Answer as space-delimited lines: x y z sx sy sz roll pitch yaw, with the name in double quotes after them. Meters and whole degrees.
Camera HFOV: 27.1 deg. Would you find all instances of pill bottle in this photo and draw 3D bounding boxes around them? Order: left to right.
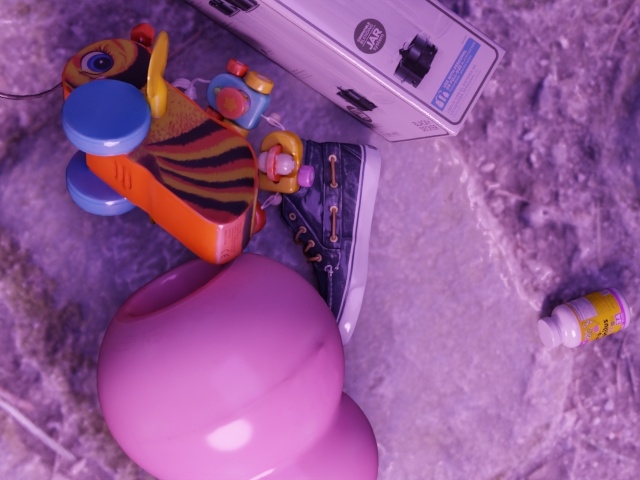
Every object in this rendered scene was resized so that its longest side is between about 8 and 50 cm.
0.252 0.077 1.274 0.083 0.043 0.043 -19 96 -15 "pill bottle"

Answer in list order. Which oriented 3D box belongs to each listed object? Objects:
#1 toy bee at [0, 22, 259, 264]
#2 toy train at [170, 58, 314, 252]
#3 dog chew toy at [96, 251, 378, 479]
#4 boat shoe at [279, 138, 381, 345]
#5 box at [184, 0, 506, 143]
-0.156 -0.113 1.093 0.298 0.195 0.162 40 56 -3 "toy bee"
-0.078 -0.071 1.148 0.125 0.046 0.166 -20 93 18 "toy train"
-0.046 0.177 1.117 0.206 0.206 0.332 -31 108 -14 "dog chew toy"
0.000 0.000 1.194 0.083 0.065 0.183 8 86 -8 "boat shoe"
-0.006 -0.198 1.129 0.290 0.169 0.087 32 82 -14 "box"
